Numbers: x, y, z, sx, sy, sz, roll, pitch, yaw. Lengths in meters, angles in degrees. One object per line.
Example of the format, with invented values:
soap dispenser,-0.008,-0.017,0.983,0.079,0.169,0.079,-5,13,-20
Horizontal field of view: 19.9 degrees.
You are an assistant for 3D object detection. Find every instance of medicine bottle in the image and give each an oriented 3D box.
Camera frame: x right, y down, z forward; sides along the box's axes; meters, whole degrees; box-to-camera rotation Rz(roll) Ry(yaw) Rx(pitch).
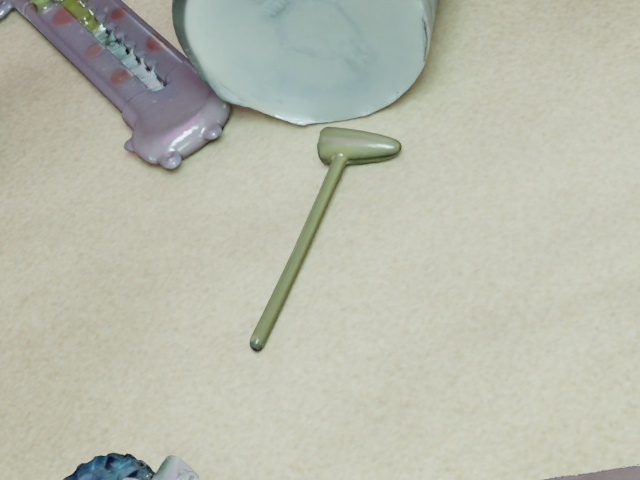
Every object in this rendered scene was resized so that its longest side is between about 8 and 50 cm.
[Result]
medicine bottle,0.010,-0.268,1.398,0.190,0.190,0.332,-7,46,20

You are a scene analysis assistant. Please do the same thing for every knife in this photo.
knife,-0.182,-0.174,1.513,0.132,0.038,0.398,-38,44,-8

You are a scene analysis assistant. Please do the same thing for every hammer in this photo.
hammer,0.000,0.000,1.272,0.060,0.028,0.195,9,56,24

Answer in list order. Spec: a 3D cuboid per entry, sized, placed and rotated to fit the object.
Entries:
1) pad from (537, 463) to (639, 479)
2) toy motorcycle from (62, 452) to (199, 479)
pad,0.175,0.202,1.000,0.113,0.006,0.187,-11,47,15
toy motorcycle,-0.092,0.231,1.035,0.204,0.108,0.239,-5,69,29
